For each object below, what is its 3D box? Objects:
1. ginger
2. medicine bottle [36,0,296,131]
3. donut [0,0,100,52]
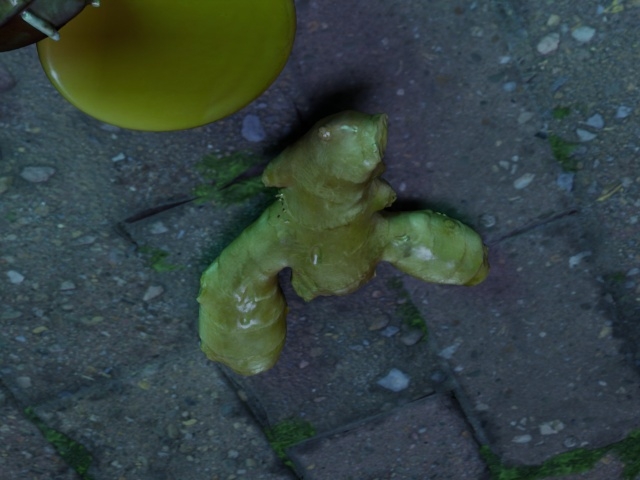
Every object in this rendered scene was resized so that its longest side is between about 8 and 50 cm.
[{"bbox_3d":[-0.015,-0.007,2.160,0.363,0.122,0.348,-16,136,13],"label":"ginger"},{"bbox_3d":[-0.154,-0.260,1.753,0.238,0.232,0.238,-7,136,-6],"label":"medicine bottle"},{"bbox_3d":[-0.292,-0.307,1.619,0.259,0.345,0.136,-14,153,43],"label":"donut"}]
